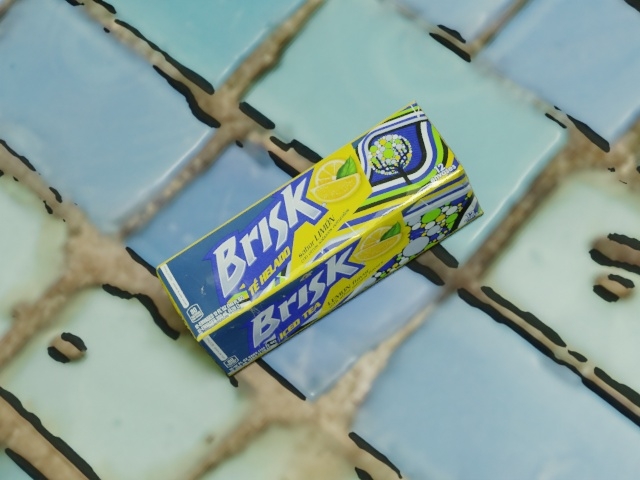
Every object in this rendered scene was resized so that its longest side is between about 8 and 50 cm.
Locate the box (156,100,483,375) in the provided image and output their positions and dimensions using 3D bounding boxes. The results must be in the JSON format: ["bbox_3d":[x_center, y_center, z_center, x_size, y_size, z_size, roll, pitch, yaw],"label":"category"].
[{"bbox_3d":[0.000,0.000,1.020,0.169,0.059,0.054,-33,60,0],"label":"box"}]
